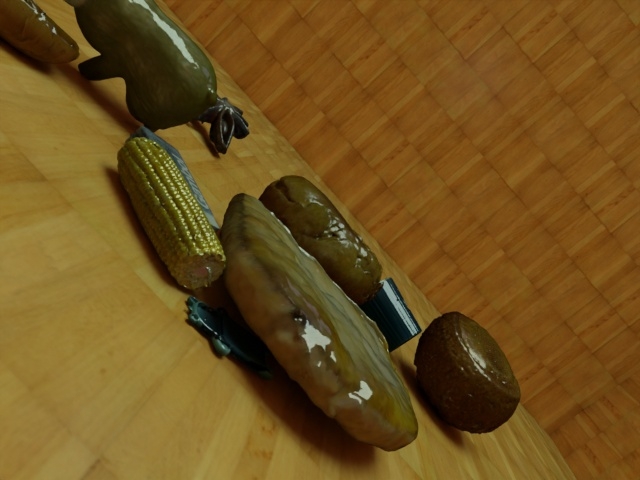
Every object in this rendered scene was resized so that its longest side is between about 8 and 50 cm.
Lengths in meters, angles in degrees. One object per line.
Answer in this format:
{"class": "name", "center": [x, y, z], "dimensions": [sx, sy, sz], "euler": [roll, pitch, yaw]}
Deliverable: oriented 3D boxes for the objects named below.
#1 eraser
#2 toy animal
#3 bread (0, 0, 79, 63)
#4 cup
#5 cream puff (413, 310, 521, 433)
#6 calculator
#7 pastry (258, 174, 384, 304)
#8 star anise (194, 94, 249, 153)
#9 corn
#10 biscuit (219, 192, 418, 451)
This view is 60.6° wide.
{"class": "eraser", "center": [-0.239, -0.091, 0.880], "dimensions": [0.212, 0.046, 0.092], "euler": [55, 11, 33]}
{"class": "toy animal", "center": [-0.334, -0.361, 0.941], "dimensions": [0.180, 0.181, 0.363], "euler": [11, -33, 52]}
{"class": "bread", "center": [-0.446, -0.328, 0.803], "dimensions": [0.114, 0.077, 0.189], "euler": [32, -13, 47]}
{"class": "cup", "center": [0.166, 0.196, 1.380], "dimensions": [0.155, 0.131, 0.176], "euler": [57, -4, 17]}
{"class": "cream puff", "center": [0.352, 0.339, 1.372], "dimensions": [0.303, 0.212, 0.303], "euler": [41, 22, -20]}
{"class": "calculator", "center": [-0.114, 0.123, 0.695], "dimensions": [0.141, 0.019, 0.094], "euler": [43, 11, -25]}
{"class": "pastry", "center": [0.000, 0.000, 1.257], "dimensions": [0.356, 0.164, 0.356], "euler": [44, 10, -9]}
{"class": "star anise", "center": [-0.293, -0.336, 1.446], "dimensions": [0.257, 0.110, 0.198], "euler": [43, 25, 5]}
{"class": "corn", "center": [-0.208, -0.045, 0.741], "dimensions": [0.248, 0.081, 0.081], "euler": [55, 11, 29]}
{"class": "biscuit", "center": [-0.003, 0.140, 0.865], "dimensions": [0.429, 0.104, 0.446], "euler": [49, 7, -19]}
